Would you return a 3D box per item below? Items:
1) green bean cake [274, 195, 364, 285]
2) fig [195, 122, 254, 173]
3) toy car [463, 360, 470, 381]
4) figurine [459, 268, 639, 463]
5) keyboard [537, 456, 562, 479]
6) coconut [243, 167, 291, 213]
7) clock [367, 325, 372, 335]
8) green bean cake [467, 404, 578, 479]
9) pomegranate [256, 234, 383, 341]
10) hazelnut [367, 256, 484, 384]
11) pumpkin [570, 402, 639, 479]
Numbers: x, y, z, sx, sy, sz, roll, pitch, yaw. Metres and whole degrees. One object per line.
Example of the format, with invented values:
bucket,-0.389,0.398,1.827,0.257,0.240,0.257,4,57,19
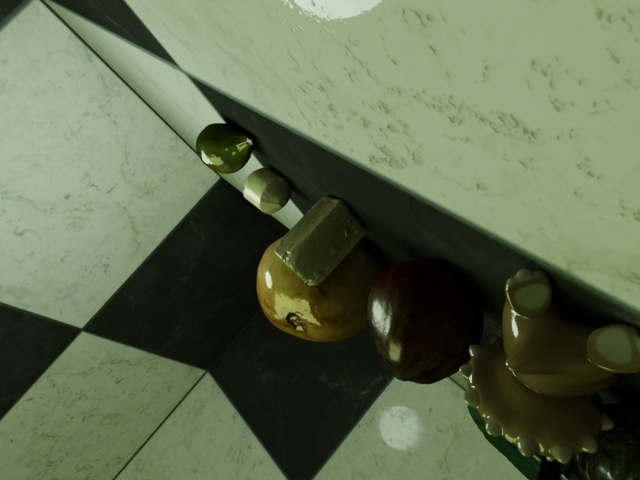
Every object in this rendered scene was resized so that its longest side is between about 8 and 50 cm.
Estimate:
green bean cake,0.000,0.000,0.879,0.109,0.179,0.085,48,172,-32
fig,-0.235,-0.225,1.006,0.133,0.126,0.185,58,171,-23
toy car,0.434,0.361,1.246,0.224,0.076,0.090,48,177,12
figurine,0.268,0.177,0.510,0.177,0.173,0.247,38,174,28
keyboard,0.347,0.285,0.603,0.023,0.231,0.072,1,138,40
coconut,-0.140,-0.133,1.127,0.122,0.116,0.116,36,172,26
clock,0.302,0.366,1.719,0.225,0.049,0.226,21,139,19
green bean cake,0.482,0.421,0.816,0.307,0.169,0.300,27,155,55
pomegranate,0.003,0.101,1.090,0.338,0.338,0.338,40,174,5
hazelnut,0.171,0.145,0.737,0.234,0.218,0.218,43,174,-41
pumpkin,0.437,0.334,0.507,0.260,0.189,0.260,41,172,7
